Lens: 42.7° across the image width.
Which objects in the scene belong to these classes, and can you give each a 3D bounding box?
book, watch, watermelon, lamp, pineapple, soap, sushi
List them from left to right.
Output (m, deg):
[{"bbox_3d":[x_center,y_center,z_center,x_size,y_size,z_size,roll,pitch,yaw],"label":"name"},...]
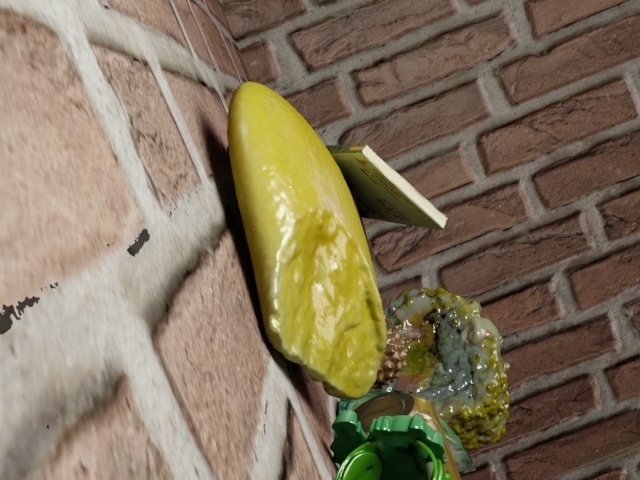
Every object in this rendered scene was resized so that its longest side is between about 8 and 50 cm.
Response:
[{"bbox_3d":[-0.017,-0.021,1.086,0.306,0.115,0.427,34,35,-53],"label":"soap"},{"bbox_3d":[0.053,-0.092,1.332,0.201,0.026,0.289,39,-14,-28],"label":"book"},{"bbox_3d":[0.087,0.206,1.553,0.193,0.166,0.166,58,10,-81],"label":"pineapple"},{"bbox_3d":[0.078,0.300,0.988,0.152,0.165,0.131,-70,146,-48],"label":"watch"},{"bbox_3d":[0.124,0.343,1.402,0.256,0.176,0.260,29,9,-6],"label":"watermelon"},{"bbox_3d":[0.114,0.320,1.165,0.161,0.161,0.185,-102,170,-76],"label":"lamp"},{"bbox_3d":[0.250,0.304,1.865,0.396,0.351,0.240,-107,175,-46],"label":"sushi"}]

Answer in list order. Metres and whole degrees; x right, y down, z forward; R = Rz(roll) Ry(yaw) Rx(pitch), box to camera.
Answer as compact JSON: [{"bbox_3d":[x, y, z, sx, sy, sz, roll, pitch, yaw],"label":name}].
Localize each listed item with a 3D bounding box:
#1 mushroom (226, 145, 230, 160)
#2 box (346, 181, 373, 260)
[{"bbox_3d":[-0.064,-0.104,1.290,0.084,0.071,0.209,11,-18,41],"label":"mushroom"},{"bbox_3d":[0.000,0.000,1.375,0.240,0.159,0.071,66,5,-70],"label":"box"}]
